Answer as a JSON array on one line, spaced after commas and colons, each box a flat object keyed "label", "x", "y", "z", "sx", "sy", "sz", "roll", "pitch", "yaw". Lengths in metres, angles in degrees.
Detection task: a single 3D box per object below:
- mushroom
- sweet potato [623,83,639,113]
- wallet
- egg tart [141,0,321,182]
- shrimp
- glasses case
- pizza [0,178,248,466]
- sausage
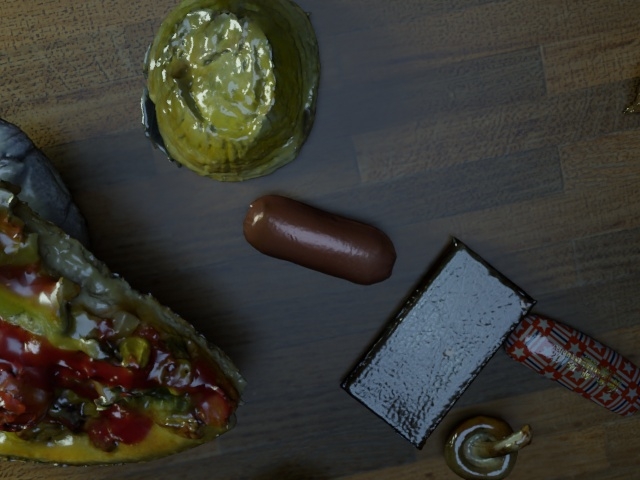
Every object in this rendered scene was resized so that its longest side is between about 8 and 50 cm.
[{"label": "mushroom", "x": 0.223, "y": 0.259, "z": 1.036, "sx": 0.129, "sy": 0.073, "sz": 0.088, "roll": -32, "pitch": 81, "yaw": 37}, {"label": "sweet potato", "x": 0.461, "y": -0.233, "z": 0.986, "sx": 0.068, "sy": 0.068, "sz": 0.226, "roll": 44, "pitch": 94, "yaw": -5}, {"label": "wallet", "x": 0.148, "y": 0.131, "z": 1.038, "sx": 0.133, "sy": 0.039, "sz": 0.243, "roll": 37, "pitch": 94, "yaw": 4}, {"label": "egg tart", "x": -0.107, "y": -0.188, "z": 0.974, "sx": 0.232, "sy": 0.098, "sz": 0.252, "roll": 40, "pitch": 99, "yaw": -2}, {"label": "shrimp", "x": -0.343, "y": 0.007, "z": 0.977, "sx": 0.145, "sy": 0.116, "sz": 0.343, "roll": -28, "pitch": 108, "yaw": 0}, {"label": "glasses case", "x": 0.329, "y": 0.156, "z": 1.040, "sx": 0.194, "sy": 0.049, "sz": 0.073, "roll": 28, "pitch": 95, "yaw": -4}, {"label": "pizza", "x": -0.331, "y": 0.107, "z": 0.896, "sx": 0.440, "sy": 0.130, "sz": 0.406, "roll": -7, "pitch": 124, "yaw": 15}, {"label": "sausage", "x": 0.000, "y": 0.000, "z": 1.006, "sx": 0.194, "sy": 0.077, "sz": 0.077, "roll": 17, "pitch": 97, "yaw": -3}]
